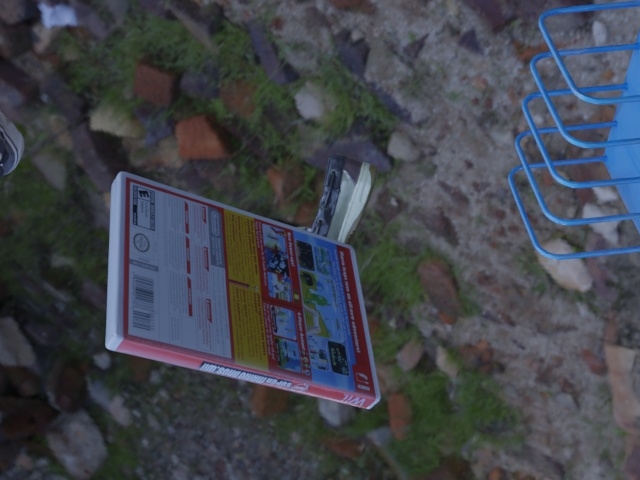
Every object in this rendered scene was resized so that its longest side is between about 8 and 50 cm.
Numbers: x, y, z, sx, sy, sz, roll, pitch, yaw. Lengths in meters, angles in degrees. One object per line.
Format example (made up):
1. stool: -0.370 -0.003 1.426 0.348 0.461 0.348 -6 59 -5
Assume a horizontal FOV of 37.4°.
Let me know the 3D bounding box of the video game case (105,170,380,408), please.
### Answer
1. video game case: -0.075 0.051 0.947 0.285 0.204 0.025 18 133 -28

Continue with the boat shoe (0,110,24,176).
1. boat shoe: -0.481 -0.111 1.232 0.127 0.158 0.340 15 162 -3

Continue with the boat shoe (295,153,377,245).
1. boat shoe: 0.000 -0.001 1.175 0.073 0.223 0.080 23 -177 1

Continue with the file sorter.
1. file sorter: 0.214 -0.081 0.719 0.104 0.118 0.170 -6 138 -6
